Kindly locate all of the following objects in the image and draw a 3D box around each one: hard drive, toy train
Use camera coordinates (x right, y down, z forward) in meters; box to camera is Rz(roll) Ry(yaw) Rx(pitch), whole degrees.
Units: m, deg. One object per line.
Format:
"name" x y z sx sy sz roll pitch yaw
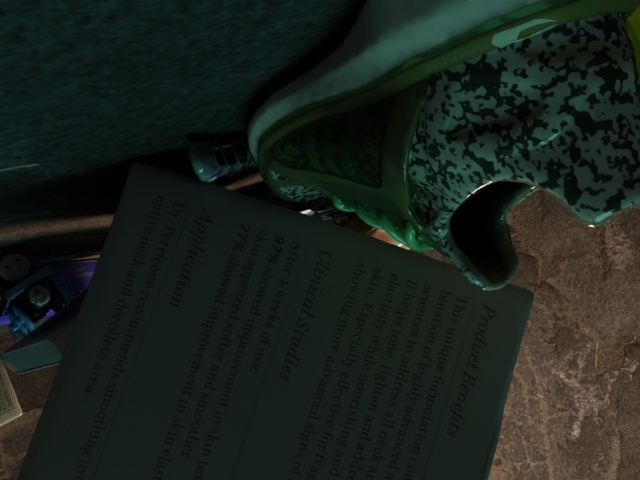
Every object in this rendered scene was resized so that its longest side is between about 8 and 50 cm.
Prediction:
"hard drive" -0.313 0.079 1.014 0.203 0.040 0.307 -19 -160 46
"toy train" -0.403 0.070 0.907 0.080 0.105 0.184 -41 -173 -29

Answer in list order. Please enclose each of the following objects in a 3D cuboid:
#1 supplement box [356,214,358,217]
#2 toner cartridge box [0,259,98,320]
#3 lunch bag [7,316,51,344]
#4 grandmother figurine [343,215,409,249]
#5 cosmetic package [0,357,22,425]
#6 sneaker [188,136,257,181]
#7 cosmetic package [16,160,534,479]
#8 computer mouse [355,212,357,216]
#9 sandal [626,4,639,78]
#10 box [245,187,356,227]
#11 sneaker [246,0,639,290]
"supplement box" 0.153 -0.092 1.023 0.234 0.078 0.080 -18 179 41
"toner cartridge box" -0.471 0.090 1.193 0.165 0.075 0.348 -15 176 18
"lunch bag" -0.575 0.154 1.491 0.224 0.107 0.279 -19 180 -23
"grandmother figurine" 0.118 -0.043 0.898 0.208 0.104 0.342 -25 164 -39
"cosmetic package" -0.591 0.237 0.900 0.113 0.160 0.310 -9 -169 45
"sneaker" -0.071 -0.080 0.596 0.069 0.038 0.098 -18 -175 16
"cosmetic package" -0.047 0.153 0.736 0.394 0.329 0.327 19 172 -4
"computer mouse" 0.152 -0.080 1.468 0.193 0.042 0.106 -17 175 23
"sandal" 0.224 -0.132 0.461 0.138 0.126 0.317 -18 -174 -15
"box" -0.057 -0.026 0.996 0.220 0.051 0.175 -17 162 2
"sneaker" 0.062 -0.045 0.467 0.158 0.181 0.410 -16 176 -20
